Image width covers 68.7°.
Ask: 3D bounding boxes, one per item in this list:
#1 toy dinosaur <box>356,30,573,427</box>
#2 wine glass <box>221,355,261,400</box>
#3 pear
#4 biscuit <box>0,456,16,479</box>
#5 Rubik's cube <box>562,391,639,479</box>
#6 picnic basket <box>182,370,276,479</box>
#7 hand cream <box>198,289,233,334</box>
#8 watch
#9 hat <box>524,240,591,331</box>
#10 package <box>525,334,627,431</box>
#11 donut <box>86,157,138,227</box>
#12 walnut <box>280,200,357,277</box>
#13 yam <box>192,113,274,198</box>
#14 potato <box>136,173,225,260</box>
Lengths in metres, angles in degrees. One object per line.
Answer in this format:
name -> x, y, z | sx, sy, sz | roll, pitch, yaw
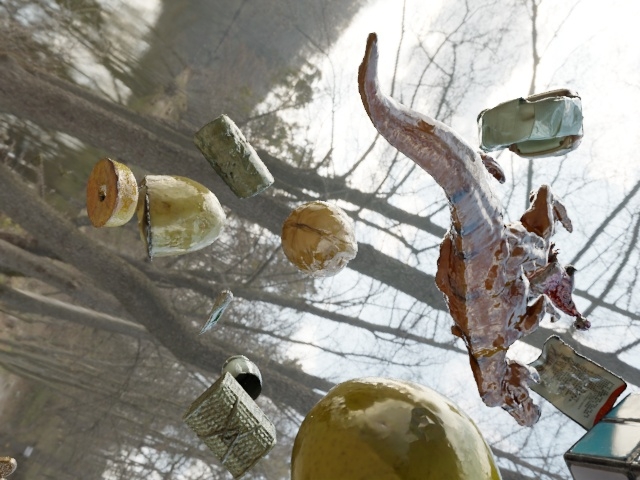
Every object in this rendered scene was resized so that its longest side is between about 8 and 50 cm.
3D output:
toy dinosaur -> 0.146, -0.010, 0.419 | 0.097, 0.432, 0.208 | -1, -138, 42
wine glass -> -0.234, 0.408, 1.384 | 0.111, 0.111, 0.204 | -61, -165, -8
pear -> 0.133, 0.356, 0.720 | 0.386, 0.340, 0.192 | 35, -51, 35
biscuit -> -0.702, 0.469, 0.962 | 0.138, 0.205, 0.031 | -19, -162, -7
Rubik's cube -> 0.750, 0.509, 0.928 | 0.318, 0.314, 0.316 | -20, 173, -29
picnic basket -> -0.214, 0.439, 1.115 | 0.134, 0.196, 0.154 | -40, -178, -6
hand cream -> -0.270, 0.187, 1.218 | 0.057, 0.037, 0.165 | -26, 154, -54
watch -> 0.475, -0.264, 1.095 | 0.253, 0.241, 0.162 | -179, -102, -67
hat -> 0.579, 0.125, 1.133 | 0.140, 0.227, 0.129 | -44, -178, 12
package -> 0.646, 0.365, 1.216 | 0.166, 0.231, 0.040 | -57, 170, 8
donut -> -0.436, -0.095, 0.981 | 0.151, 0.058, 0.152 | -5, -98, 39
walnut -> 0.000, 0.000, 1.001 | 0.159, 0.206, 0.159 | -6, -106, 21
yam -> -0.199, -0.187, 1.085 | 0.107, 0.194, 0.107 | -36, -171, 7
potato -> -0.372, -0.067, 1.244 | 0.243, 0.242, 0.285 | -59, -155, -2
